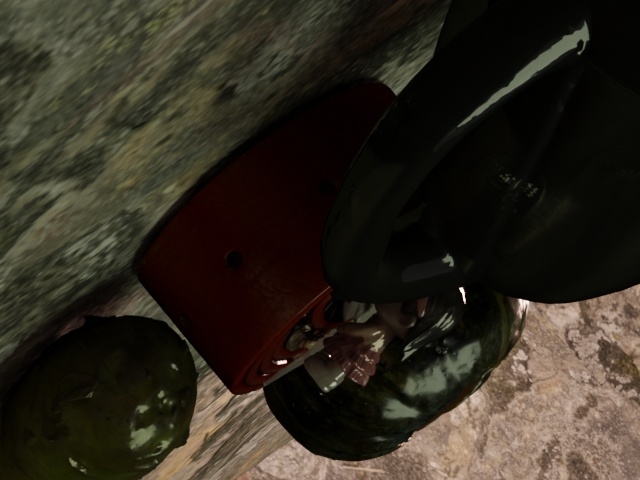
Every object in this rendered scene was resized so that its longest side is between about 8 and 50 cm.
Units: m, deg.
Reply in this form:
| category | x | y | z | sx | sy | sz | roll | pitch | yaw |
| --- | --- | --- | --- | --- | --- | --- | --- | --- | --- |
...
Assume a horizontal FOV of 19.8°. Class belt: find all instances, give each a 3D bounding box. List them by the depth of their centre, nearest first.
| category | x | y | z | sx | sy | sz | roll | pitch | yaw |
| --- | --- | --- | --- | --- | --- | --- | --- | --- | --- |
| belt | 0.000 | 0.000 | 1.306 | 0.227 | 0.115 | 0.324 | -40 | 172 | 10 |

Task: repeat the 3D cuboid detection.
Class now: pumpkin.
| category | x | y | z | sx | sy | sz | roll | pitch | yaw |
| --- | --- | --- | --- | --- | --- | --- | --- | --- | --- |
| pumpkin | 0.078 | 0.098 | 1.899 | 0.320 | 0.192 | 0.320 | -36 | 172 | -6 |

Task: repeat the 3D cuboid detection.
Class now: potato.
| category | x | y | z | sx | sy | sz | roll | pitch | yaw |
| --- | --- | --- | --- | --- | --- | --- | --- | --- | --- |
| potato | -0.166 | 0.127 | 1.291 | 0.149 | 0.113 | 0.251 | -43 | -177 | -30 |

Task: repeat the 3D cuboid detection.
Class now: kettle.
| category | x | y | z | sx | sy | sz | roll | pitch | yaw |
| --- | --- | --- | --- | --- | --- | --- | --- | --- | --- |
| kettle | 0.137 | -0.069 | 1.057 | 0.321 | 0.228 | 0.324 | -27 | 159 | -32 |

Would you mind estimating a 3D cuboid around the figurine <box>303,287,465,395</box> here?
| category | x | y | z | sx | sy | sz | roll | pitch | yaw |
| --- | --- | --- | --- | --- | --- | --- | --- | --- | --- |
| figurine | 0.050 | 0.064 | 1.302 | 0.129 | 0.054 | 0.072 | -40 | 175 | 11 |
